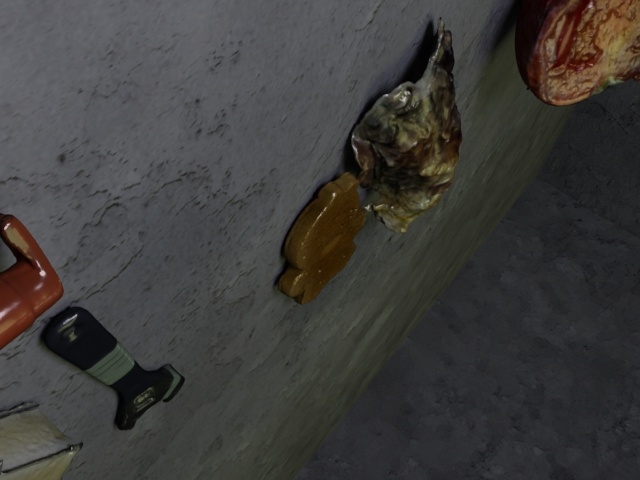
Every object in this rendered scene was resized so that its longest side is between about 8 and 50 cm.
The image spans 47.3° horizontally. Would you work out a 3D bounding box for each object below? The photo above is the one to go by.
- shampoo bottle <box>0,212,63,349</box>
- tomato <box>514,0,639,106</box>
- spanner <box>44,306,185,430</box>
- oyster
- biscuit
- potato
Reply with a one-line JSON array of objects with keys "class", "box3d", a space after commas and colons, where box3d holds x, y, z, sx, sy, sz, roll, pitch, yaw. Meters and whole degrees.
[{"class": "shampoo bottle", "box3d": [-0.239, 0.086, 0.378, 0.244, 0.085, 0.085, -46, 162, -35]}, {"class": "tomato", "box3d": [0.407, -0.372, 1.130, 0.309, 0.170, 0.308, -16, 131, -19]}, {"class": "spanner", "box3d": [-0.195, 0.128, 0.695, 0.087, 0.024, 0.315, -45, 162, -15]}, {"class": "oyster", "box3d": [0.125, -0.132, 0.957, 0.275, 0.100, 0.271, -55, 150, 15]}, {"class": "biscuit", "box3d": [0.000, 0.000, 0.972, 0.166, 0.036, 0.225, -45, 159, -18]}, {"class": "potato", "box3d": [-0.252, 0.178, 0.561, 0.086, 0.061, 0.122, -58, 162, 11]}]
